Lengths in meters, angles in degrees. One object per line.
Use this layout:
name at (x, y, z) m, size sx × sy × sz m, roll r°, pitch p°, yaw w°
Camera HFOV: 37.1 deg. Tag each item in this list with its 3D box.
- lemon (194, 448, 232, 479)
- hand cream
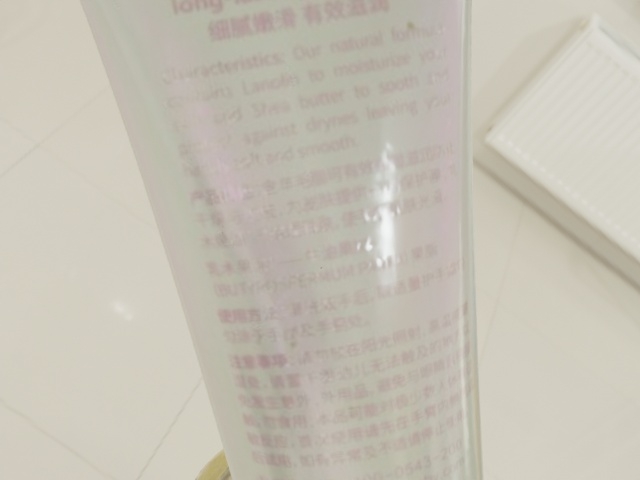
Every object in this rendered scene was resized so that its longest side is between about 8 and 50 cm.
lemon at (-0.007, 0.295, 0.869) m, size 0.258 × 0.257 × 0.310 m, roll -81°, pitch 154°, yaw -48°
hand cream at (0.000, 0.000, 0.442) m, size 0.185 × 0.359 × 0.118 m, roll -10°, pitch 18°, yaw -5°
